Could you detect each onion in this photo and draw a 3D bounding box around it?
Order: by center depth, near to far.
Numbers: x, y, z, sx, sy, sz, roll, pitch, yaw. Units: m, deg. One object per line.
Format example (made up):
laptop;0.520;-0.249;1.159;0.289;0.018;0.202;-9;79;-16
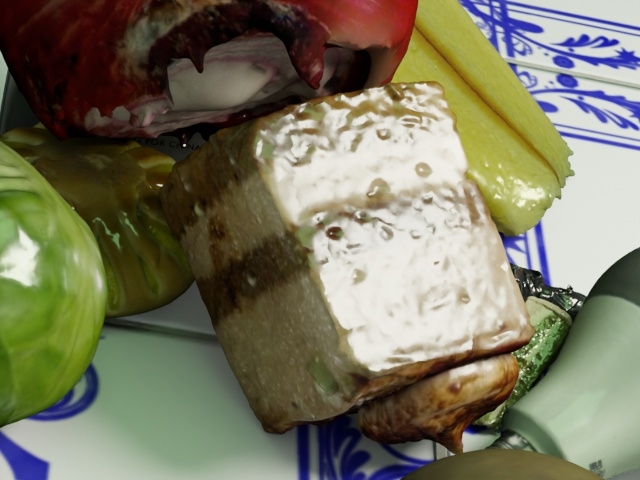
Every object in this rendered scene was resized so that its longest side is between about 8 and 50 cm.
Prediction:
onion;-0.103;-0.224;1.564;0.341;0.341;0.341;11;39;-9

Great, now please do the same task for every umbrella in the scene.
umbrella;0.190;0.046;1.744;0.144;0.040;0.037;20;50;4

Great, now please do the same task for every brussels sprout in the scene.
brussels sprout;-0.275;0.033;1.457;0.244;0.244;0.244;11;39;-9

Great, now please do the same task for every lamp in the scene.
lamp;0.250;0.134;1.601;0.314;0.182;0.182;-44;64;-12

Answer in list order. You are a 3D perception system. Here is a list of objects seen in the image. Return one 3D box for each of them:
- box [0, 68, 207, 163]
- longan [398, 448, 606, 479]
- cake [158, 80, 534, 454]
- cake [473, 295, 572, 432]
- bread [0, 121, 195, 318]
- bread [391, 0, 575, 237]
box;-0.157;-0.106;1.743;0.244;0.103;0.055;8;43;-12
longan;0.123;0.262;1.290;0.258;0.258;0.258;11;39;-9
cake;0.024;0.042;1.538;0.199;0.196;0.293;-16;81;-34
cake;0.159;0.113;1.663;0.051;0.055;0.140;31;57;14
bread;-0.195;-0.023;1.631;0.213;0.104;0.213;11;42;-10
bread;0.046;-0.122;1.884;0.361;0.245;0.233;48;37;-10
